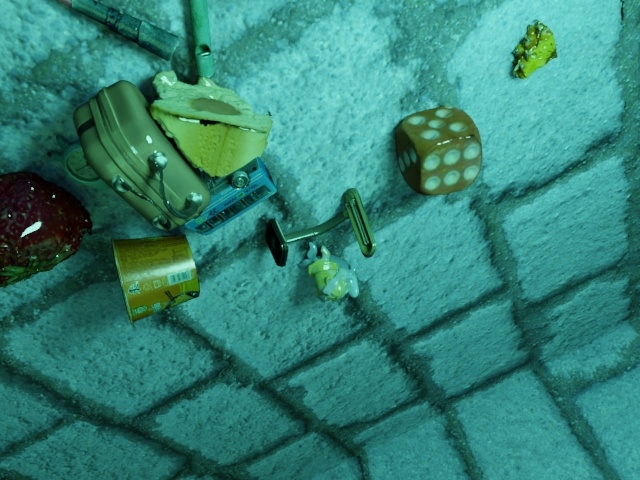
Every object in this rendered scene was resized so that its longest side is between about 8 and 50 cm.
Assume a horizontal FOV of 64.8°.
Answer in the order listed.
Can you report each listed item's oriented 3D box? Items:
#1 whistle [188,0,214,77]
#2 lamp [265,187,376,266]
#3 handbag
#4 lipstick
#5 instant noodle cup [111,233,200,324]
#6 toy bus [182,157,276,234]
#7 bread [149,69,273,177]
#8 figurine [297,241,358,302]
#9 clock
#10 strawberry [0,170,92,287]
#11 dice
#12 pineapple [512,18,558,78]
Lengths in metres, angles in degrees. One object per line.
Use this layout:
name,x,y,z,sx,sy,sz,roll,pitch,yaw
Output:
whistle,-0.241,-0.425,1.019,0.039,0.039,0.186,-8,132,-13
lamp,0.002,0.002,1.388,0.283,0.203,0.124,-20,153,-6
handbag,-0.350,-0.145,1.042,0.149,0.283,0.302,-32,144,-3
lipstick,-0.392,-0.424,0.962,0.234,0.053,0.053,21,121,-30
instant noodle cup,-0.422,0.084,1.302,0.182,0.230,0.230,-14,134,-20
toy bus,-0.239,-0.118,1.245,0.246,0.113,0.134,-32,139,8
bread,-0.217,-0.264,1.073,0.211,0.183,0.224,-24,137,0
figurine,0.027,0.102,1.504,0.209,0.184,0.128,34,121,9
clock,-0.528,-0.181,1.134,0.147,0.045,0.108,22,120,-32
strawberry,-0.661,-0.034,1.118,0.274,0.220,0.274,-27,178,-1
dice,0.302,-0.226,1.294,0.175,0.179,0.174,-17,134,-8
pineapple,0.531,-0.465,1.244,0.116,0.069,0.137,-4,141,-23
